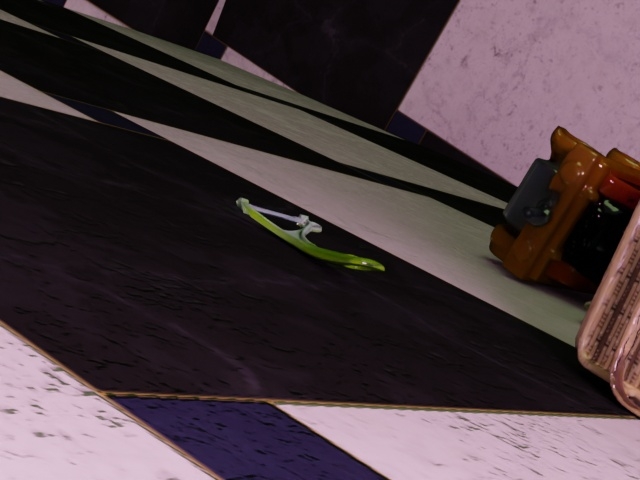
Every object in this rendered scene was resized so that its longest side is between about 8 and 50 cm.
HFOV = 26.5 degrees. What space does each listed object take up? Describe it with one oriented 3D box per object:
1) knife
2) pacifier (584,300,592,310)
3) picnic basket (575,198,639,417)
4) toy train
[{"bbox_3d":[-0.001,0.003,1.052,0.078,0.023,0.166,9,12,-33],"label":"knife"},{"bbox_3d":[0.295,0.062,1.309,0.083,0.064,0.068,20,-9,-11],"label":"pacifier"},{"bbox_3d":[0.340,0.051,0.924,0.175,0.228,0.313,20,8,-31],"label":"picnic basket"},{"bbox_3d":[0.354,0.005,1.535,0.231,0.163,0.369,37,15,33],"label":"toy train"}]
